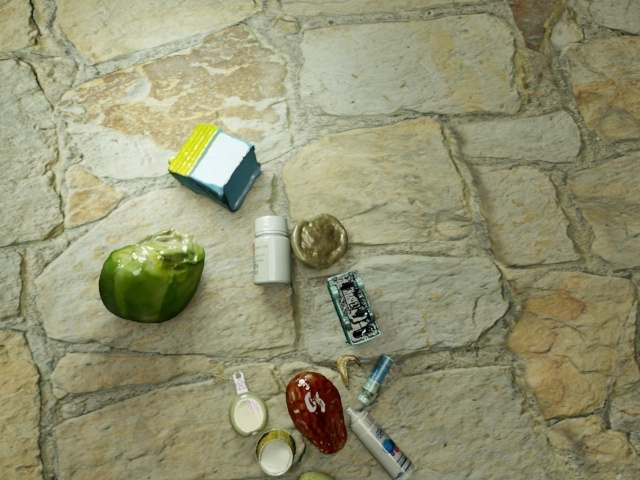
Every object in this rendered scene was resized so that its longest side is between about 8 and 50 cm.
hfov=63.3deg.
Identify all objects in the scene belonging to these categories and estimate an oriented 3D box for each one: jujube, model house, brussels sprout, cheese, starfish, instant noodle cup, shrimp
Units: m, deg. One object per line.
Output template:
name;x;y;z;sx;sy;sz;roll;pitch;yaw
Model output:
jujube;-0.008;0.594;1.797;0.197;0.197;0.290;-27;96;-10
model house;-0.409;-0.286;1.955;0.303;0.215;0.237;29;77;6
brussels sprout;-0.582;0.124;1.807;0.276;0.314;0.371;22;38;26
cheese;-0.267;0.576;1.843;0.137;0.064;0.227;-16;80;-12
starfish;-0.360;0.491;1.879;0.092;0.016;0.086;13;78;4
instant noodle cup;-0.155;0.732;1.787;0.152;0.122;0.151;0;78;-2
shrimp;0.108;0.485;1.915;0.091;0.025;0.127;-5;75;-7

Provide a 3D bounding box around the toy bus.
toy bus;0.119;0.252;1.906;0.128;0.147;0.255;-18;75;-7

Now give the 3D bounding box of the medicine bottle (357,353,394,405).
medicine bottle;0.203;0.510;1.904;0.051;0.051;0.191;32;76;3

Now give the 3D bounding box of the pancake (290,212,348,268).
pancake;0.001;0.000;1.975;0.236;0.042;0.222;2;74;-26

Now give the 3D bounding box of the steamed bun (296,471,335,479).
steamed bun;0.020;0.907;1.708;0.166;0.232;0.272;-29;82;-4

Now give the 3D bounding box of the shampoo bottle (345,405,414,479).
shampoo bottle;0.200;0.710;1.838;0.092;0.092;0.303;-40;83;-12

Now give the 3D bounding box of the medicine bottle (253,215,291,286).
medicine bottle;-0.181;0.042;1.931;0.145;0.144;0.251;0;80;-5
